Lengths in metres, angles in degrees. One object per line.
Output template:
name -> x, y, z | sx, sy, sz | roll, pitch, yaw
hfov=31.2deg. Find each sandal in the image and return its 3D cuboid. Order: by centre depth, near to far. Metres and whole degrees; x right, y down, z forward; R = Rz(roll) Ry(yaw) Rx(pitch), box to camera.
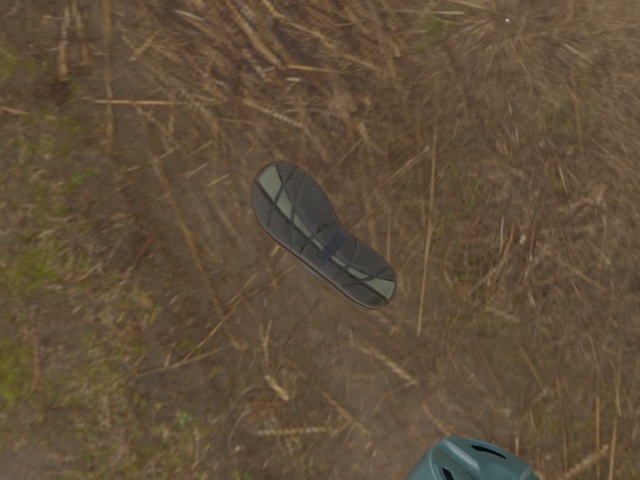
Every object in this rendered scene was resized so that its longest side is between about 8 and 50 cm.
sandal -> 0.000, 0.000, 1.365 | 0.219, 0.060, 0.090 | 41, 71, 3

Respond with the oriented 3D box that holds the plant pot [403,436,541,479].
plant pot -> 0.166, 0.456, 1.463 | 0.341, 0.341, 0.334 | 30, 110, 3
